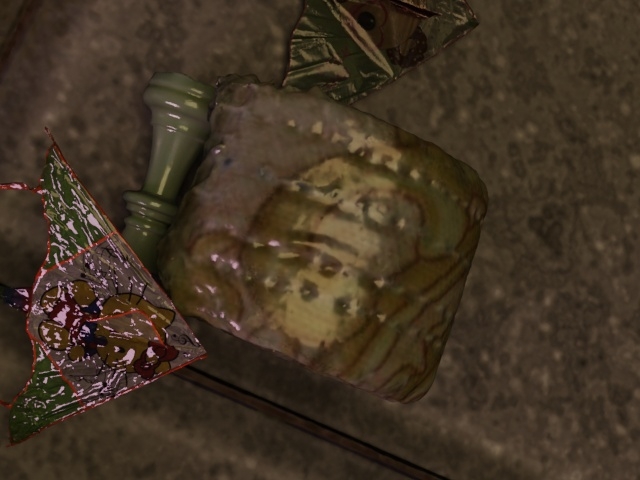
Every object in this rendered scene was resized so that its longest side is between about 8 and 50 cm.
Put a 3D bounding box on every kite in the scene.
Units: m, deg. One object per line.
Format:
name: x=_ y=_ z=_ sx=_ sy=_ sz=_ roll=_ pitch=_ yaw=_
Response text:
kite: x=-0.008 y=-0.178 z=0.650 sx=0.250 sy=0.012 sz=0.229 roll=11 pitch=80 yaw=-16
kite: x=-0.177 y=0.028 z=0.529 sx=0.244 sy=0.006 sz=0.198 roll=13 pitch=113 yaw=6

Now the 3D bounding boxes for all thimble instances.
thimble: x=0.000 y=0.000 z=0.572 sx=0.190 sy=0.137 sz=0.143 roll=27 pitch=81 yaw=-28

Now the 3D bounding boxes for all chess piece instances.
chess piece: x=-0.098 y=-0.025 z=0.591 sx=0.059 sy=0.059 sz=0.149 roll=20 pitch=85 yaw=-16
